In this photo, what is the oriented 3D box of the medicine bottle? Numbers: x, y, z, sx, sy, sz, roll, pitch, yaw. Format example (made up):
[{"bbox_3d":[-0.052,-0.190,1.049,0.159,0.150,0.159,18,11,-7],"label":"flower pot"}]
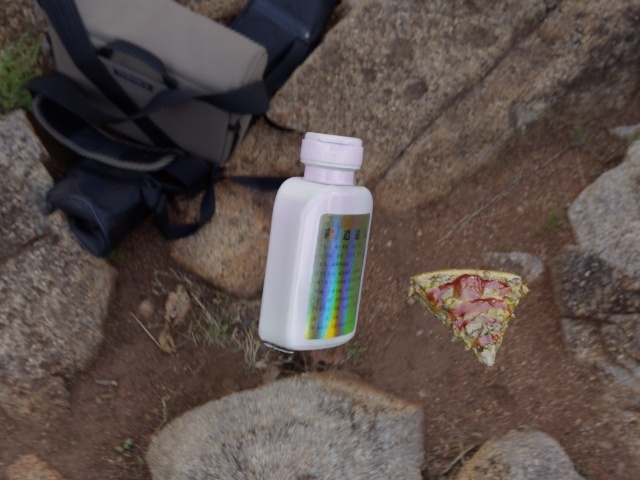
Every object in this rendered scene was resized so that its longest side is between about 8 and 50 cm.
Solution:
[{"bbox_3d":[0.000,0.000,0.861,0.078,0.115,0.219,14,100,39],"label":"medicine bottle"}]

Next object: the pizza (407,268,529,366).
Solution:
[{"bbox_3d":[0.232,0.103,1.241,0.188,0.062,0.198,-3,38,-5],"label":"pizza"}]
